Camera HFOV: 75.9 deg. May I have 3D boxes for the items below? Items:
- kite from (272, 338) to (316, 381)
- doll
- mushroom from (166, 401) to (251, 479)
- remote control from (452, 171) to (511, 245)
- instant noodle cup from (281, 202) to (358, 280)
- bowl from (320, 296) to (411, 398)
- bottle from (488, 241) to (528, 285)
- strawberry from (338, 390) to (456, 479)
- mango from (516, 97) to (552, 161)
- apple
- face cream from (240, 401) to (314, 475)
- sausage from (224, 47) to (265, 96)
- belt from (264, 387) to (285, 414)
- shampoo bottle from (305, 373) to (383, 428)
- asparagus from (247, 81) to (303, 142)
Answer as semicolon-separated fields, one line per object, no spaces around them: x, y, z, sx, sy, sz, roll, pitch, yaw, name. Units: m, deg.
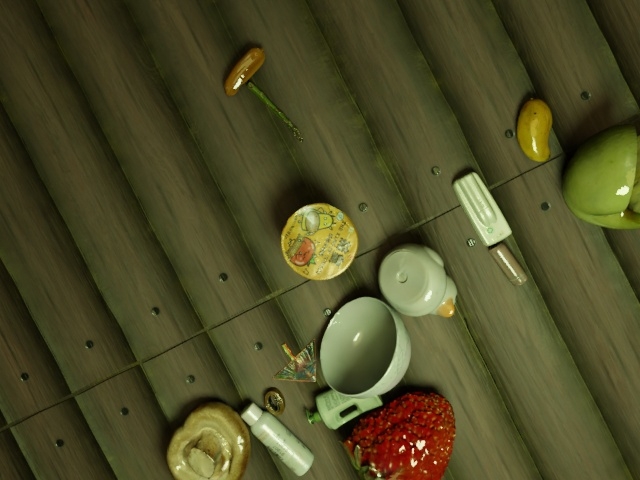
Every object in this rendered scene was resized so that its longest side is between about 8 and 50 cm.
-0.070;0.395;1.316;0.159;0.010;0.190;45;93;0;kite
0.298;0.124;1.214;0.221;0.221;0.251;-42;56;4;doll
-0.347;0.647;1.274;0.279;0.146;0.278;0;86;6;mushroom
0.490;-0.098;1.249;0.090;0.049;0.230;-31;93;6;remote control
0.000;0.000;1.213;0.216;0.172;0.215;0;93;2;instant noodle cup
0.148;0.320;1.196;0.144;0.287;0.286;32;94;-36;bowl
0.573;0.071;1.252;0.053;0.053;0.140;-36;90;4;bottle
0.256;0.620;1.205;0.344;0.292;0.292;-23;92;-11;strawberry
0.637;-0.328;1.222;0.098;0.075;0.190;-6;99;11;mango
0.825;-0.170;1.118;0.292;0.292;0.253;12;71;2;apple
-0.140;0.618;1.290;0.269;0.082;0.082;44;94;-3;face cream
-0.237;-0.523;1.259;0.183;0.054;0.062;-44;62;6;sausage
-0.147;0.517;1.312;0.059;0.036;0.083;-24;92;4;belt
0.065;0.507;1.275;0.234;0.087;0.118;-29;73;4;shampoo bottle
-0.136;-0.399;1.275;0.248;0.024;0.025;46;136;0;asparagus
